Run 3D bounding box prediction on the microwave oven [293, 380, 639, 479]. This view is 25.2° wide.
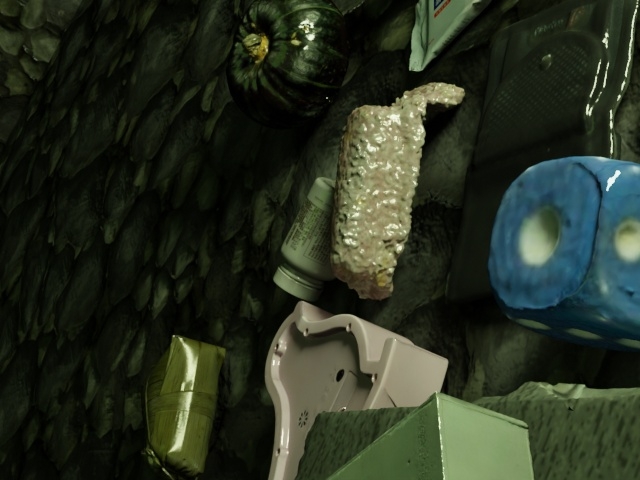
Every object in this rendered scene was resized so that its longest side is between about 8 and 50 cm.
[{"bbox_3d":[0.162,0.286,1.038,0.432,0.236,0.374,-15,56,58],"label":"microwave oven"}]

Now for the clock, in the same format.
[{"bbox_3d":[0.002,0.220,1.573,0.290,0.080,0.275,-66,25,2],"label":"clock"}]

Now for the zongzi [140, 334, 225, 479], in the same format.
[{"bbox_3d":[-0.212,0.256,1.943,0.204,0.094,0.205,-38,39,52],"label":"zongzi"}]

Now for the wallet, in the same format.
[{"bbox_3d":[0.222,-0.099,1.439,0.247,0.041,0.323,-19,57,59],"label":"wallet"}]

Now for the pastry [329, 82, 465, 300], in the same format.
[{"bbox_3d":[0.067,-0.069,1.632,0.265,0.112,0.103,-70,15,-6],"label":"pastry"}]

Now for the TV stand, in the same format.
[{"bbox_3d":[0.032,0.210,0.981,0.269,0.083,0.088,-42,37,40],"label":"TV stand"}]

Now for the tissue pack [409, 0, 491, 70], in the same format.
[{"bbox_3d":[0.167,-0.294,1.703,0.193,0.026,0.122,-44,35,41],"label":"tissue pack"}]

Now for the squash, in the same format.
[{"bbox_3d":[-0.046,-0.248,1.939,0.193,0.156,0.193,174,90,-65],"label":"squash"}]

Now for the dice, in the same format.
[{"bbox_3d":[0.237,0.012,1.202,0.146,0.146,0.143,-7,67,60],"label":"dice"}]

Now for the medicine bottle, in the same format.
[{"bbox_3d":[0.000,0.000,1.741,0.140,0.079,0.079,-63,26,12],"label":"medicine bottle"}]
